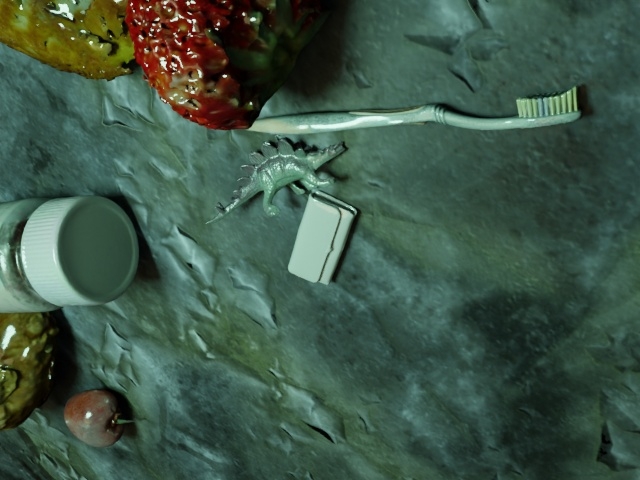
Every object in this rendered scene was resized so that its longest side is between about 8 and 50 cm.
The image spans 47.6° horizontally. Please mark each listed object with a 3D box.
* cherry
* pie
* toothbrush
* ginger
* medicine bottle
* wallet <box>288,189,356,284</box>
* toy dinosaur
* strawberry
[{"bbox_3d":[-0.396,0.313,1.272,0.126,0.087,0.106,-19,105,33],"label":"cherry"},{"bbox_3d":[-0.302,-0.316,0.811,0.308,0.085,0.308,12,127,16],"label":"pie"},{"bbox_3d":[0.078,-0.128,0.764,0.375,0.028,0.037,1,114,28],"label":"toothbrush"},{"bbox_3d":[-0.537,0.233,1.251,0.165,0.172,0.321,16,137,-33],"label":"ginger"},{"bbox_3d":[-0.409,0.020,1.037,0.273,0.165,0.165,-6,117,31],"label":"medicine bottle"},{"bbox_3d":[0.000,0.000,0.893,0.061,0.025,0.122,23,128,5],"label":"wallet"},{"bbox_3d":[-0.061,-0.073,0.865,0.209,0.039,0.082,-29,101,27],"label":"toy dinosaur"},{"bbox_3d":[-0.109,-0.214,0.720,0.202,0.184,0.186,30,127,20],"label":"strawberry"}]
